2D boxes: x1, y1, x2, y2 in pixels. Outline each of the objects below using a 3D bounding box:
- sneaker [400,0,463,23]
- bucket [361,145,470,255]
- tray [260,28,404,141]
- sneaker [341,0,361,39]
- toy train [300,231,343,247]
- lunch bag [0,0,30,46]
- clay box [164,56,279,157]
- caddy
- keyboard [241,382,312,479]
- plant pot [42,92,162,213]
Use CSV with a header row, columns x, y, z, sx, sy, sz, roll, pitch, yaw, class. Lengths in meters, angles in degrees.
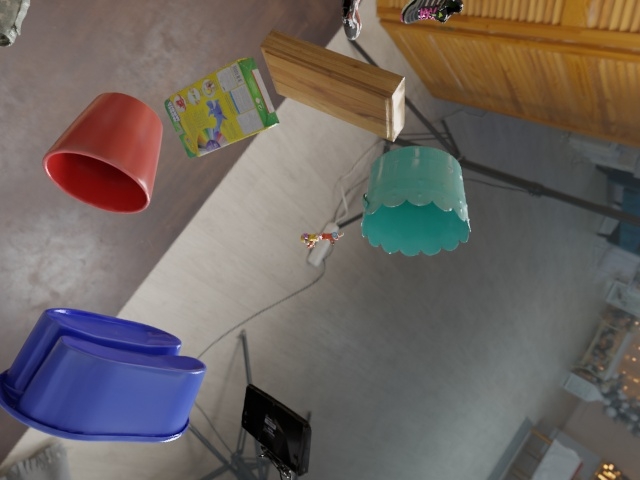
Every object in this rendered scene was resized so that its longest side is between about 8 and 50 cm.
x,y,z,sx,sy,sz,roll,pitch,yaw,class
0.294,-0.598,1.248,0.170,0.074,0.063,-19,152,-1,sneaker
0.240,-0.097,1.237,0.281,0.281,0.183,43,46,-49,bucket
0.036,-0.433,1.357,0.076,0.411,0.203,-58,161,-14,tray
0.080,-0.660,1.418,0.065,0.061,0.158,-56,155,-32,sneaker
0.000,0.000,1.540,0.125,0.166,0.046,-1,87,-11,toy train
-0.932,-0.662,1.298,0.287,0.169,0.235,12,77,-8,lunch bag
-0.194,-0.244,0.916,0.053,0.222,0.127,-39,113,-48,clay box
-0.379,0.257,0.863,0.341,0.241,0.179,26,88,-43,caddy
-0.064,0.292,0.737,0.038,0.192,0.100,11,88,-34,keyboard
-0.561,-0.245,1.307,0.275,0.275,0.243,48,43,-48,plant pot
